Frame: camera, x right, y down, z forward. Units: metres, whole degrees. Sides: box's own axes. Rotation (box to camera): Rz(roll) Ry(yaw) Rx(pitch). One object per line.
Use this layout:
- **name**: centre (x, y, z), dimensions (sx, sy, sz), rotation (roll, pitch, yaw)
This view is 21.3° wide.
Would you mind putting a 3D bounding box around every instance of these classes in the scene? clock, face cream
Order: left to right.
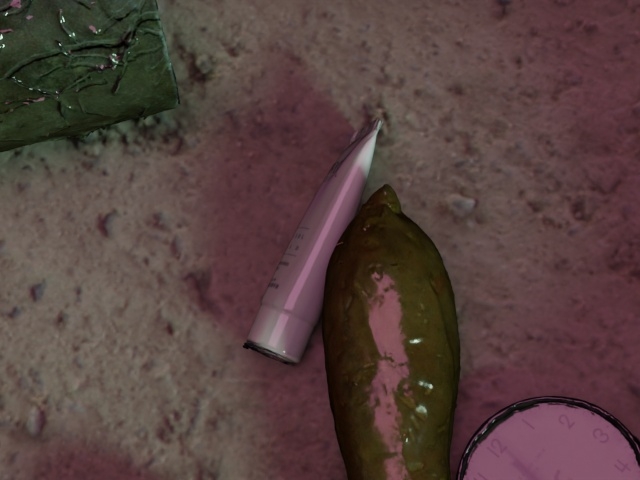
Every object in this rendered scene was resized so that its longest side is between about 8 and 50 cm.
- **face cream**: centre (0.000, 0.000, 1.622), dimensions (0.058, 0.092, 0.243), rotation (25, 81, -12)
- **clock**: centre (0.210, 0.228, 1.537), dimensions (0.185, 0.040, 0.184), rotation (-2, 74, 9)

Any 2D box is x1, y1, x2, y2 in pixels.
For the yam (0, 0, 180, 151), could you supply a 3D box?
- **yam**: centre (-0.307, -0.190, 1.638), dimensions (0.348, 0.241, 0.241), rotation (-17, 72, 6)

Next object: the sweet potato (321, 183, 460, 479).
- **sweet potato**: centre (0.067, 0.159, 1.534), dimensions (0.131, 0.130, 0.422), rotation (-5, 74, 8)
